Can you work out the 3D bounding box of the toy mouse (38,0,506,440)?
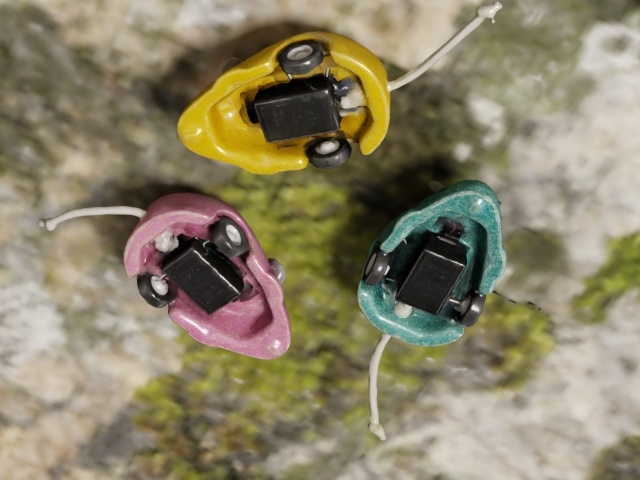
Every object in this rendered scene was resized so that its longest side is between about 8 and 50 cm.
[{"bbox_3d":[0.000,0.000,0.585,0.161,0.031,0.143,-13,123,17],"label":"toy mouse"}]
